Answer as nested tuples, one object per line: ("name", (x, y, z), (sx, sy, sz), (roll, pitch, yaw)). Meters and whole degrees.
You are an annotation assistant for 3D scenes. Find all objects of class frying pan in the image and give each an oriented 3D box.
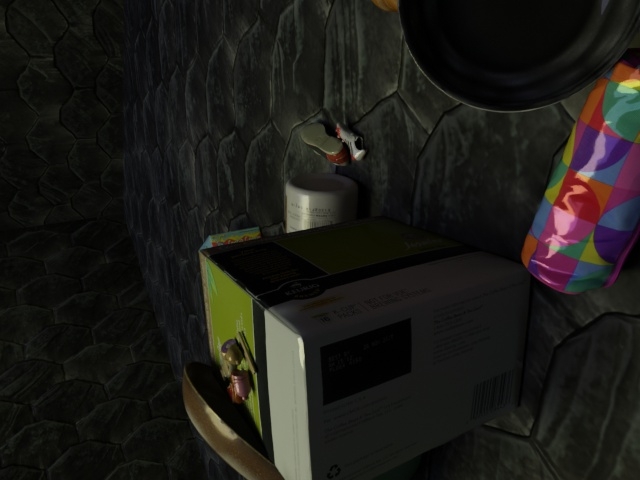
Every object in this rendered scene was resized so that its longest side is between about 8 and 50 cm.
("frying pan", (0.204, -0.251, 0.402), (0.197, 0.053, 0.326), (43, 113, -1))

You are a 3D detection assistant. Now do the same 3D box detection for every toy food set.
("toy food set", (-0.109, 0.169, 0.649), (0.078, 0.019, 0.122), (61, 147, 30))

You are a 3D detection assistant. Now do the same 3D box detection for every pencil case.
("pencil case", (0.273, -0.060, 0.485), (0.104, 0.104, 0.236), (49, 141, 42))

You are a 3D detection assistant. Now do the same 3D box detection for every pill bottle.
("pill bottle", (0.000, 0.000, 0.964), (0.131, 0.131, 0.229), (35, 130, 52))

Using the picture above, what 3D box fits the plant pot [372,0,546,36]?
("plant pot", (0.158, -0.283, 0.527), (0.188, 0.205, 0.205), (56, 147, 9))

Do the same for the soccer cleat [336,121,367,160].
("soccer cleat", (0.056, -0.178, 0.908), (0.035, 0.029, 0.083), (-45, 64, 47))

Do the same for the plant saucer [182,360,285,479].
("plant saucer", (-0.091, 0.295, 0.776), (0.310, 0.050, 0.310), (37, 174, 5))

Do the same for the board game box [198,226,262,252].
("board game box", (-0.209, 0.123, 1.377), (0.144, 0.142, 0.275), (-36, 69, 60))

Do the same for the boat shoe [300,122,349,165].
("boat shoe", (0.008, -0.182, 0.975), (0.137, 0.049, 0.043), (44, 176, 46))

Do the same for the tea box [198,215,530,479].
("tea box", (0.044, 0.120, 0.721), (0.323, 0.329, 0.220), (29, 125, 56))

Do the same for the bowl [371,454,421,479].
("bowl", (0.066, 0.336, 0.934), (0.311, 0.163, 0.311), (32, 128, 54))
